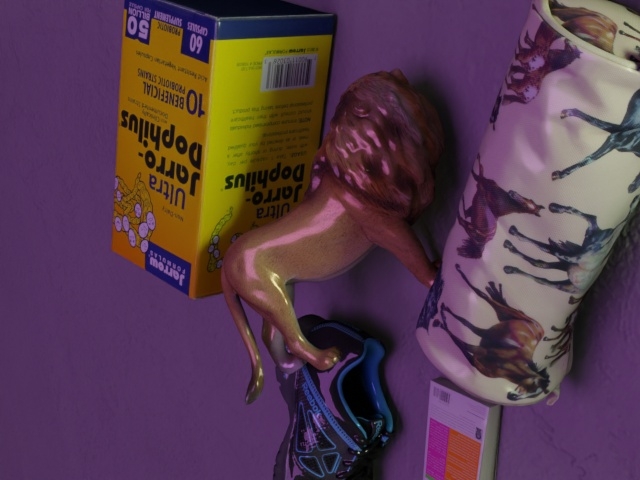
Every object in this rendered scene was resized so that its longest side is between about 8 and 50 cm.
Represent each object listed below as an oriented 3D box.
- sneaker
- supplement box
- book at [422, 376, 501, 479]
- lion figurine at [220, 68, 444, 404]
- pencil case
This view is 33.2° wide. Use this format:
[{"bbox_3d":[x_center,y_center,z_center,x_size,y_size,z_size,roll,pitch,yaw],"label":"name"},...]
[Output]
[{"bbox_3d":[0.021,0.270,1.378,0.140,0.125,0.340,4,103,45],"label":"sneaker"},{"bbox_3d":[-0.133,-0.134,1.394,0.194,0.195,0.356,26,118,41],"label":"supplement box"},{"bbox_3d":[0.165,0.247,1.287,0.096,0.035,0.144,21,113,46],"label":"book"},{"bbox_3d":[0.000,0.000,1.245,0.392,0.142,0.240,-37,97,9],"label":"lion figurine"},{"bbox_3d":[0.230,-0.029,1.055,0.184,0.160,0.410,24,119,12],"label":"pencil case"}]
